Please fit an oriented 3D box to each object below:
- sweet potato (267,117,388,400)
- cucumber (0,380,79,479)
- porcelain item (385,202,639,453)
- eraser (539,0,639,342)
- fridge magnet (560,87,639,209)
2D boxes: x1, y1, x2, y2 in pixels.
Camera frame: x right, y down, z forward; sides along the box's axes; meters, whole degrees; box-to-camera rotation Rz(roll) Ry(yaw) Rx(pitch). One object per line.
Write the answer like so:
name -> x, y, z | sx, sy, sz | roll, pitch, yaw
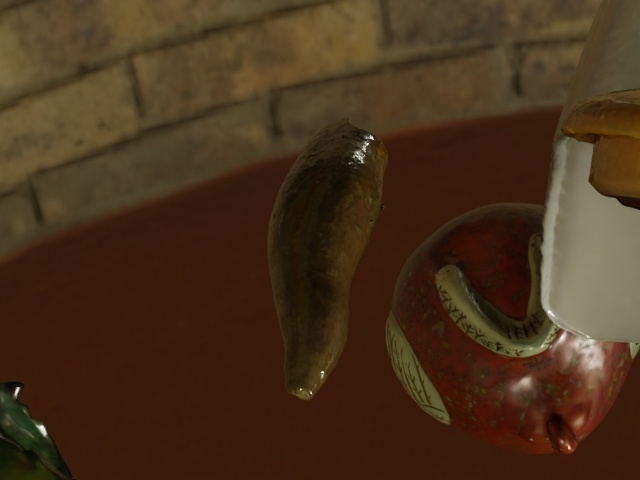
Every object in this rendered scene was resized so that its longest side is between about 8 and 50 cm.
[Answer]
sweet potato -> 0.000, 0.000, 1.201 | 0.077, 0.077, 0.244 | 1, -136, 13
cucumber -> -0.044, 0.120, 0.313 | 0.070, 0.046, 0.220 | -11, -130, 20
porcelain item -> 0.188, 0.098, 1.607 | 0.253, 0.253, 0.253 | -6, -137, 5
eraser -> 0.287, -0.052, 1.334 | 0.331, 0.331, 0.150 | 10, -118, 21
fridge magnet -> 0.184, -0.040, 0.830 | 0.143, 0.063, 0.143 | 9, -179, 0
